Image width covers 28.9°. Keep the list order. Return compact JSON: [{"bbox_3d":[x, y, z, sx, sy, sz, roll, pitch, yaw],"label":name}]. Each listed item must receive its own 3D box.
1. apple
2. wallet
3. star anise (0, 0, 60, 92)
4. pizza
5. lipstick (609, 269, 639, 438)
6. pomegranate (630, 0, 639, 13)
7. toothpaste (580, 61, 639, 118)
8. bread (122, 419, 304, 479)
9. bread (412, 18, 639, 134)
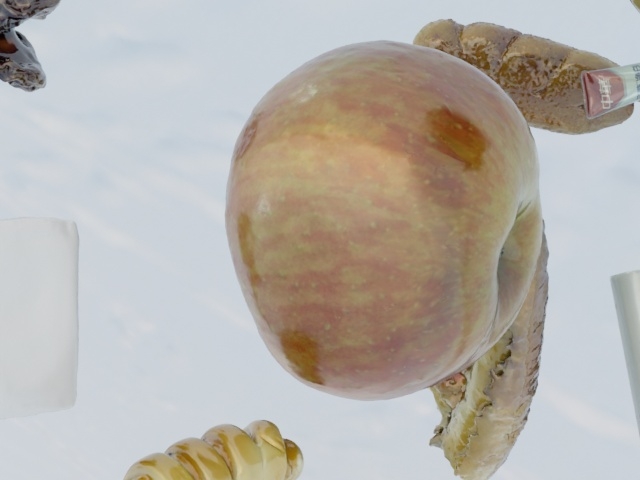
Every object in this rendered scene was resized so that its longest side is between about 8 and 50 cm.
[{"bbox_3d":[0.068,-0.013,1.055,0.250,0.277,0.309,-11,130,30],"label":"apple"},{"bbox_3d":[-0.270,0.068,1.078,0.032,0.124,0.183,23,115,58],"label":"wallet"},{"bbox_3d":[-0.390,-0.249,1.345,0.220,0.126,0.190,13,116,13],"label":"star anise"},{"bbox_3d":[0.131,0.009,1.319,0.435,0.080,0.392,58,148,17],"label":"pizza"},{"bbox_3d":[0.381,0.162,1.416,0.059,0.059,0.264,151,112,-67],"label":"lipstick"},{"bbox_3d":[0.329,-0.261,0.800,0.332,0.333,0.332,31,158,14],"label":"pomegranate"},{"bbox_3d":[0.436,-0.211,1.573,0.039,0.239,0.062,-144,40,-69],"label":"toothpaste"},{"bbox_3d":[-0.099,0.213,1.075,0.084,0.177,0.119,57,142,19],"label":"bread"},{"bbox_3d":[0.288,-0.216,1.648,0.343,0.084,0.124,13,127,5],"label":"bread"}]
